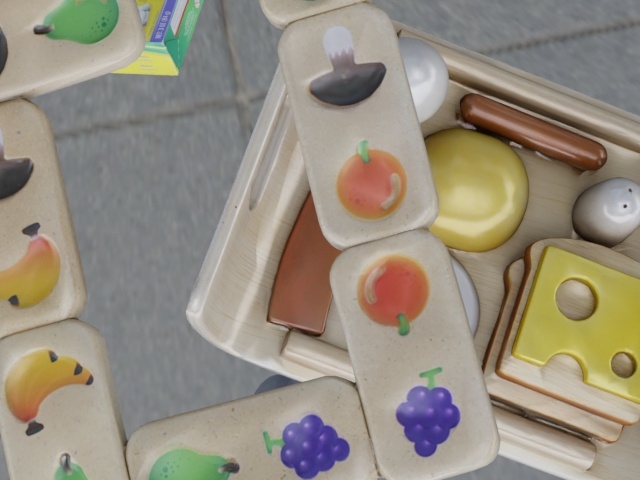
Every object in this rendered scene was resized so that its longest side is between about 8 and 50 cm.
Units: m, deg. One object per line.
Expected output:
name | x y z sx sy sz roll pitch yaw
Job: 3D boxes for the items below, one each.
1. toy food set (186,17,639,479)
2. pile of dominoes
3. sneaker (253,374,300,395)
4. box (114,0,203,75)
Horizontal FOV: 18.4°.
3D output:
toy food set | 0.104 -0.004 1.081 0.306 0.092 0.220 21 74 -5
pile of dominoes | -0.082 -0.044 0.481 0.196 0.040 0.251 -16 77 7
sneaker | -0.054 0.170 1.474 0.083 0.224 0.098 -31 124 29
box | -0.177 -0.174 1.435 0.179 0.105 0.043 2 146 20
